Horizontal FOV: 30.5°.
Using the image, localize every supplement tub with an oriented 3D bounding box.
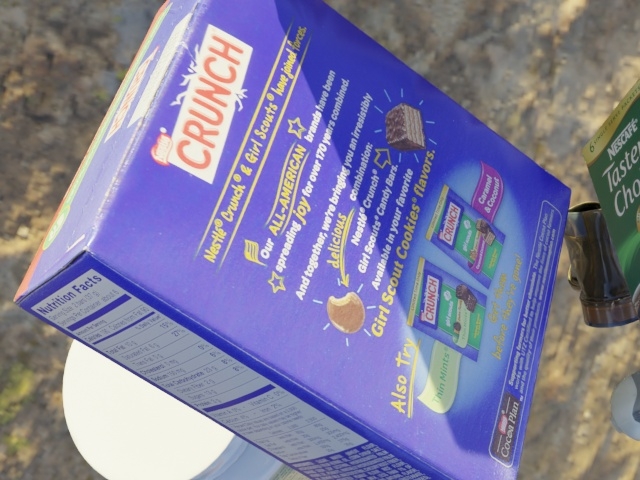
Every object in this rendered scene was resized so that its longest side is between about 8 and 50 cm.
[{"bbox_3d":[-0.089,0.162,1.211,0.325,0.235,0.235,29,81,-64],"label":"supplement tub"}]

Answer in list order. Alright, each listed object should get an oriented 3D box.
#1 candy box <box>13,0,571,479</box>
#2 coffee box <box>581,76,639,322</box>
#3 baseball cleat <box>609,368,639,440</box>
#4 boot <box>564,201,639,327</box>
[{"bbox_3d":[0.000,0.000,0.777,0.317,0.122,0.268,35,53,-22],"label":"candy box"},{"bbox_3d":[0.261,-0.026,0.889,0.040,0.184,0.113,0,150,-19],"label":"coffee box"},{"bbox_3d":[0.326,0.111,1.019,0.072,0.109,0.206,55,38,1],"label":"baseball cleat"},{"bbox_3d":[0.269,-0.001,1.117,0.219,0.082,0.106,-65,142,-74],"label":"boot"}]
